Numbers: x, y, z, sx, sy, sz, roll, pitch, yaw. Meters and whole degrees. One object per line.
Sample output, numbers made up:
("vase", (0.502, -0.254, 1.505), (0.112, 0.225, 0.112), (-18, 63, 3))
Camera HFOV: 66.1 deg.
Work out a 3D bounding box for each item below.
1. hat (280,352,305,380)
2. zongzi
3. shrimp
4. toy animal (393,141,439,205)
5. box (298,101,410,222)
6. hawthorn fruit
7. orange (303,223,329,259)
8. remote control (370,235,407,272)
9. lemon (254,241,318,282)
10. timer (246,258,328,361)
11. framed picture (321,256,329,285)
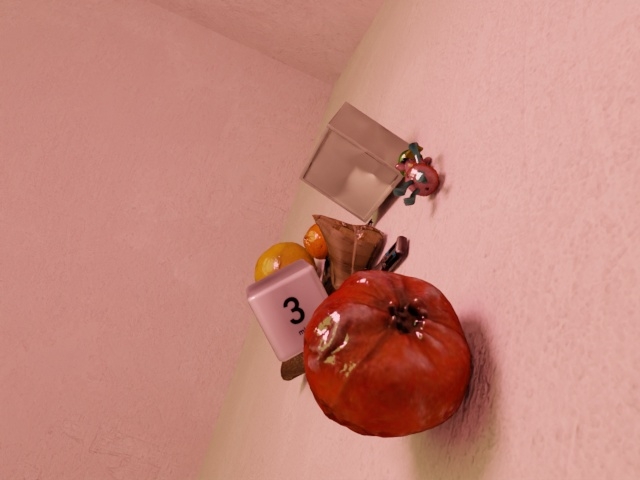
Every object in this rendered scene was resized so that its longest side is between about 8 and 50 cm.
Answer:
("hat", (-0.045, 0.353, 1.422), (0.146, 0.067, 0.146), (-35, -44, -42))
("zongzi", (0.041, 0.032, 1.240), (0.099, 0.197, 0.195), (-118, 47, -63))
("shrimp", (0.064, 0.040, 1.423), (0.262, 0.051, 0.198), (-66, 24, 7))
("toy animal", (0.203, -0.151, 1.055), (0.208, 0.100, 0.103), (-64, -38, -60))
("box", (0.094, -0.202, 1.298), (0.117, 0.225, 0.225), (-58, 2, -37))
("hawthorn fruit", (0.079, 0.181, 0.713), (0.272, 0.241, 0.242), (110, 173, -46))
("orange", (0.001, -0.002, 1.709), (0.136, 0.117, 0.136), (-53, 18, 26))
("remote control", (0.140, 0.066, 1.134), (0.212, 0.028, 0.059), (123, 163, -47))
("lemon", (-0.131, 0.127, 1.815), (0.253, 0.228, 0.229), (-50, 21, 49))
("timer", (-0.077, 0.183, 1.348), (0.192, 0.195, 0.194), (-27, 7, -7))
("framed picture", (0.035, 0.124, 1.565), (0.189, 0.023, 0.260), (119, 166, -48))
